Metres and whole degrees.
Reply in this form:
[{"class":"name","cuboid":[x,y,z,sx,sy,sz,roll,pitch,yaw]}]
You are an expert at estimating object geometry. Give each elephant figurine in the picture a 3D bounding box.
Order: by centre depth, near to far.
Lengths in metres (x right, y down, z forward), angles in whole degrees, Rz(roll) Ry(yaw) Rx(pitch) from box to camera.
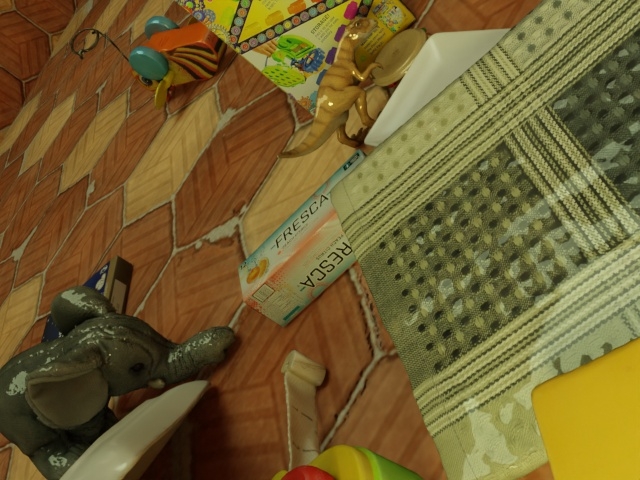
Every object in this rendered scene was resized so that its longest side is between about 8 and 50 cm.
[{"class":"elephant figurine","cuboid":[-0.247,0.133,0.856,0.169,0.186,0.239,51,121,24]}]

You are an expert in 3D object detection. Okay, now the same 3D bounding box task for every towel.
[{"class":"towel","cuboid":[0.166,-0.026,0.550,0.324,0.056,0.312,-40,46,21]}]

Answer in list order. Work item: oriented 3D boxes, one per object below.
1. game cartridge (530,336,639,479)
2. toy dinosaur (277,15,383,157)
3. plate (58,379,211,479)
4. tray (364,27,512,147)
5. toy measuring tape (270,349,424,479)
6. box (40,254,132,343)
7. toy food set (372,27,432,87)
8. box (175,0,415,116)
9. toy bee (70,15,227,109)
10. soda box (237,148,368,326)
[{"class":"game cartridge","cuboid":[0.257,0.114,0.286,0.323,0.052,0.285,-35,39,28]},{"class":"toy dinosaur","cuboid":[0.015,-0.141,0.840,0.064,0.112,0.212,-8,54,50]},{"class":"plate","cuboid":[-0.223,0.251,0.712,0.277,0.045,0.278,-52,-3,4]},{"class":"tray","cuboid":[0.154,-0.129,0.718,0.145,0.030,0.270,-59,31,-6]},{"class":"toy measuring tape","cuboid":[0.018,0.160,0.549,0.121,0.121,0.330,-43,23,19]},{"class":"box","cuboid":[-0.371,0.135,1.180,0.225,0.036,0.136,-39,33,26]},{"class":"toy food set","cuboid":[0.092,-0.208,0.892,0.083,0.020,0.083,-46,31,15]},{"class":"box","cuboid":[-0.067,-0.354,1.004,0.177,0.279,0.290,-44,31,16]},{"class":"toy bee","cuboid":[-0.283,-0.332,1.443,0.298,0.162,0.195,27,72,35]},{"class":"soda box","cuboid":[0.000,0.000,0.774,0.183,0.058,0.063,-43,32,17]}]
